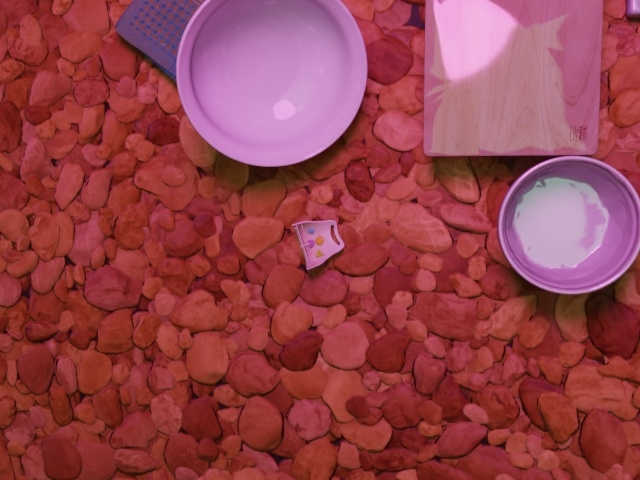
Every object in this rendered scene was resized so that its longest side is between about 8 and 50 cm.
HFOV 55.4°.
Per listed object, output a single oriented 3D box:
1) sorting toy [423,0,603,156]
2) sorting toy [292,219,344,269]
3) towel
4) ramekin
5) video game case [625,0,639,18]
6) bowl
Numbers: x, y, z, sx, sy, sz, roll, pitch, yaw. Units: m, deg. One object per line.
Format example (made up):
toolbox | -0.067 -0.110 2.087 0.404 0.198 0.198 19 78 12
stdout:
sorting toy | 0.295 -0.260 0.961 0.256 0.089 0.257 1 95 12
sorting toy | 0.000 0.000 1.067 0.075 0.045 0.083 -19 90 5
towel | -0.157 -0.433 1.065 0.271 0.040 0.370 42 101 6
ramekin | 0.380 -0.024 0.951 0.207 0.109 0.207 1 94 12
video game case | 0.636 -0.494 0.902 0.329 0.036 0.299 1 94 12
bowl | -0.084 -0.280 0.987 0.298 0.134 0.297 -7 119 -13
